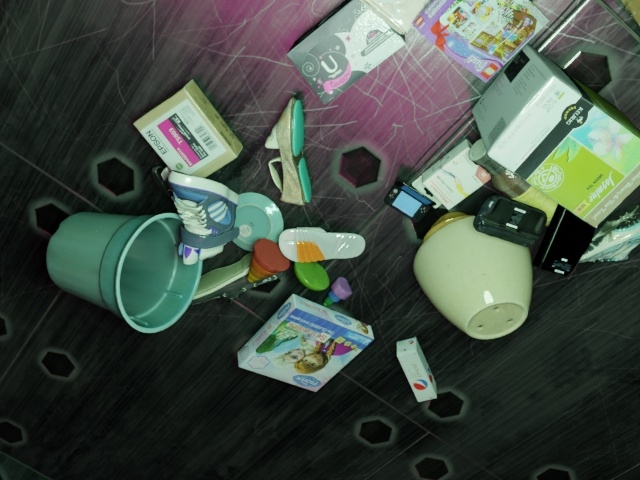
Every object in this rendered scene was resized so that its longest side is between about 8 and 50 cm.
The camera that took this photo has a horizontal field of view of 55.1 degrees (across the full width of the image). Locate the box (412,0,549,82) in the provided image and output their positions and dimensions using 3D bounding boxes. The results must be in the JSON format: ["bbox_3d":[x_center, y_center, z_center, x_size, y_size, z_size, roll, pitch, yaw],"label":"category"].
[{"bbox_3d":[0.370,-0.499,1.400,0.293,0.057,0.201,14,130,-47],"label":"box"}]

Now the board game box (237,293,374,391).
[{"bbox_3d":[-0.049,0.341,1.983,0.319,0.066,0.318,25,122,-29],"label":"board game box"}]

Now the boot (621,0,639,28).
[{"bbox_3d":[0.756,-0.538,1.415,0.115,0.112,0.305,12,131,36],"label":"boot"}]

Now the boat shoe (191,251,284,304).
[{"bbox_3d":[-0.268,0.136,1.910,0.340,0.127,0.113,-28,117,4],"label":"boat shoe"}]

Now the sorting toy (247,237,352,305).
[{"bbox_3d":[-0.077,0.123,1.854,0.365,0.127,0.126,25,122,-31],"label":"sorting toy"}]

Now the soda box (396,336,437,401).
[{"bbox_3d":[0.319,0.429,2.032,0.069,0.074,0.216,-18,116,17],"label":"soda box"}]

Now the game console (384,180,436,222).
[{"bbox_3d":[0.250,-0.107,1.724,0.122,0.071,0.107,33,119,-2],"label":"game console"}]

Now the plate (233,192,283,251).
[{"bbox_3d":[-0.204,-0.051,1.838,0.188,0.024,0.188,4,111,10],"label":"plate"}]

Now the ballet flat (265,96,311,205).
[{"bbox_3d":[-0.095,-0.237,1.690,0.106,0.107,0.316,3,119,15],"label":"ballet flat"}]

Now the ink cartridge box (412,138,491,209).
[{"bbox_3d":[0.360,-0.167,1.684,0.115,0.067,0.198,42,117,-17],"label":"ink cartridge box"}]

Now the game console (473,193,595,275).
[{"bbox_3d":[0.556,-0.042,1.572,0.361,0.044,0.213,16,101,-24],"label":"game console"}]

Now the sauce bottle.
[{"bbox_3d":[0.529,-0.150,1.606,0.344,0.111,0.111,31,120,-27],"label":"sauce bottle"}]

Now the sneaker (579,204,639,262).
[{"bbox_3d":[0.794,0.023,1.712,0.283,0.110,0.122,-29,116,22],"label":"sneaker"}]

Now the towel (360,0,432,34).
[{"bbox_3d":[0.167,-0.680,1.341,0.317,0.053,0.332,36,91,-13],"label":"towel"}]

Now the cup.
[{"bbox_3d":[0.445,0.127,1.686,0.331,0.237,0.331,-6,136,-6],"label":"cup"}]

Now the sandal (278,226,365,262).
[{"bbox_3d":[-0.001,0.010,1.837,0.265,0.076,0.102,3,106,-17],"label":"sandal"}]

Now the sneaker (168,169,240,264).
[{"bbox_3d":[-0.336,-0.046,1.681,0.130,0.323,0.236,17,87,17],"label":"sneaker"}]

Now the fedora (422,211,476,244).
[{"bbox_3d":[0.378,-0.024,1.745,0.194,0.079,0.194,-6,135,-6],"label":"fedora"}]

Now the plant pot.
[{"bbox_3d":[-0.583,0.063,1.784,0.334,0.341,0.341,11,123,26],"label":"plant pot"}]

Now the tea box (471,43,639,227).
[{"bbox_3d":[0.565,-0.257,1.451,0.323,0.329,0.220,31,118,-10],"label":"tea box"}]

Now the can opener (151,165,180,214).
[{"bbox_3d":[-0.406,-0.105,1.837,0.093,0.074,0.280,6,126,45],"label":"can opener"}]

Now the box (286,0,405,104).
[{"bbox_3d":[0.065,-0.479,1.500,0.247,0.142,0.163,-32,111,24],"label":"box"}]

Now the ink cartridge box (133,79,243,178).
[{"bbox_3d":[-0.363,-0.291,1.702,0.193,0.088,0.234,-29,113,21],"label":"ink cartridge box"}]
